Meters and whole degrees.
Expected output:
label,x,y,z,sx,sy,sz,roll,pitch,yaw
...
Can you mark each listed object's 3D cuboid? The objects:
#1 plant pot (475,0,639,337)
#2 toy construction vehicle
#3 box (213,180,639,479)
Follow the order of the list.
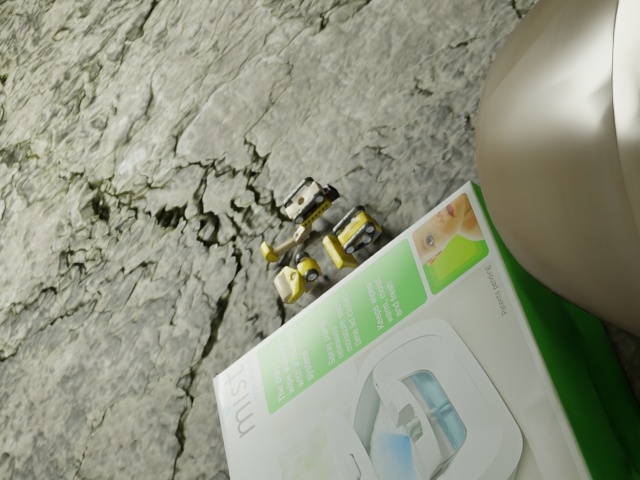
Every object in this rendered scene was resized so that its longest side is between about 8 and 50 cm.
label,x,y,z,sx,sy,sz,roll,pitch,yaw
plant pot,0.224,-0.060,0.689,0.280,0.323,0.323,-3,60,65
toy construction vehicle,0.000,0.000,1.096,0.098,0.035,0.086,-47,49,17
box,0.072,0.142,0.831,0.231,0.126,0.262,-37,42,22
